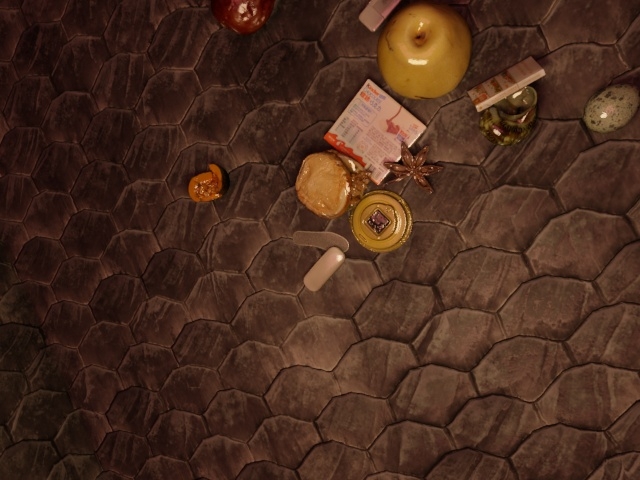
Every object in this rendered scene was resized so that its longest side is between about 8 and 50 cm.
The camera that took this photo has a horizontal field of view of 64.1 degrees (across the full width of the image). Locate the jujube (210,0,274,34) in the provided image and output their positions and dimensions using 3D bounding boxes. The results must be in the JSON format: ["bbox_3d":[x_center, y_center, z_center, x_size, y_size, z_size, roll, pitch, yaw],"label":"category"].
[{"bbox_3d":[-0.257,-0.904,1.831,0.223,0.223,0.318,32,99,12],"label":"jujube"}]

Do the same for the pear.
[{"bbox_3d":[0.326,-0.602,1.619,0.309,0.309,0.309,3,98,19],"label":"pear"}]

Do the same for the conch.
[{"bbox_3d":[0.600,-0.392,1.644,0.182,0.124,0.187,8,76,27],"label":"conch"}]

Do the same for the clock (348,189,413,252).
[{"bbox_3d":[0.215,-0.068,1.852,0.237,0.057,0.237,3,98,20],"label":"clock"}]

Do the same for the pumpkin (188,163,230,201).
[{"bbox_3d":[-0.426,-0.223,2.025,0.184,0.108,0.119,-25,82,28],"label":"pumpkin"}]

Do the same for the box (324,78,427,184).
[{"bbox_3d":[0.193,-0.383,1.819,0.273,0.048,0.265,44,110,9],"label":"box"}]

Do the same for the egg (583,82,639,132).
[{"bbox_3d":[0.879,-0.400,1.537,0.172,0.132,0.132,-38,84,8],"label":"egg"}]

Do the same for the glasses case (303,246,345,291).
[{"bbox_3d":[0.014,0.109,1.947,0.081,0.051,0.204,45,109,7],"label":"glasses case"}]

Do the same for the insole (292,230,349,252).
[{"bbox_3d":[0.000,0.000,1.962,0.232,0.003,0.080,9,100,18],"label":"insole"}]

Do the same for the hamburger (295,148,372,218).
[{"bbox_3d":[0.040,-0.206,1.838,0.286,0.146,0.243,-15,98,33],"label":"hamburger"}]

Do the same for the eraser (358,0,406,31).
[{"bbox_3d":[0.275,-0.860,1.720,0.089,0.061,0.352,46,110,8],"label":"eraser"}]

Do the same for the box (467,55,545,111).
[{"bbox_3d":[0.589,-0.501,1.634,0.220,0.122,0.032,-27,125,20],"label":"box"}]

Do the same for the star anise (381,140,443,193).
[{"bbox_3d":[0.319,-0.255,1.766,0.208,0.063,0.171,6,108,3],"label":"star anise"}]
